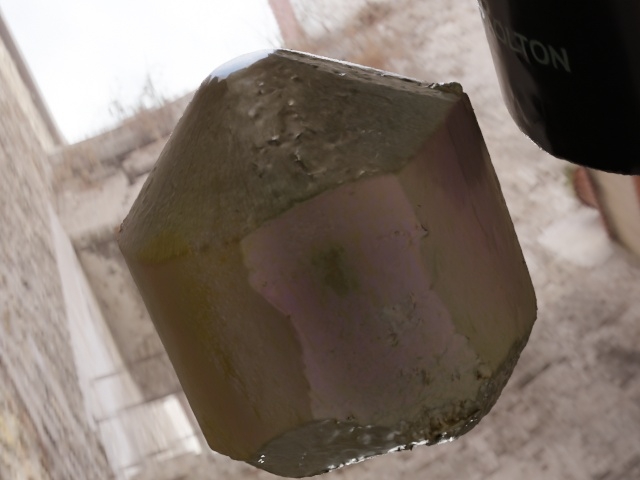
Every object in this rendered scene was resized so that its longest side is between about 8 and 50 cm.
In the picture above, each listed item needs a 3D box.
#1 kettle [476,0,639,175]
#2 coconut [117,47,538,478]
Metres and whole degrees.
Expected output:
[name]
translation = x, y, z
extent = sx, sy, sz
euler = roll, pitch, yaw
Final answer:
[kettle]
translation = 0.117, -0.183, 0.557
extent = 0.203, 0.262, 0.308
euler = -14, -55, 15
[coconut]
translation = 0.000, 0.000, 0.628
extent = 0.147, 0.147, 0.152
euler = -23, -70, -5
